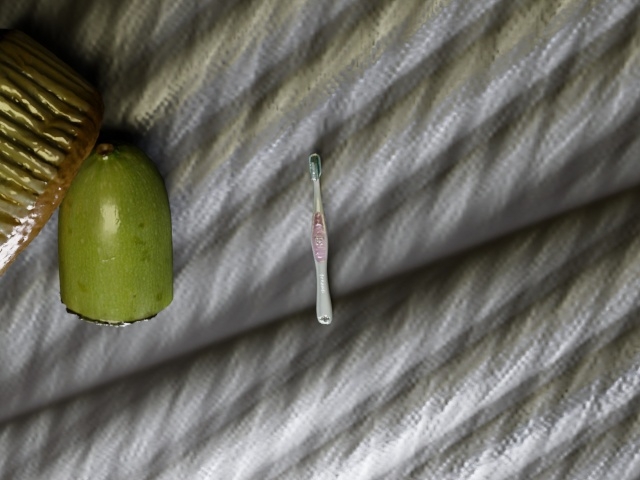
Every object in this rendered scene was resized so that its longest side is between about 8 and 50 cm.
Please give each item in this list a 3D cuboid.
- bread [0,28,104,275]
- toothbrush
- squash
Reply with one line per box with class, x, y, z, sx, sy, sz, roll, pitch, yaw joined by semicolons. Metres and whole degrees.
bread;-0.317;-0.064;1.778;0.142;0.227;0.253;30;114;-15
toothbrush;0.000;0.000;1.902;0.017;0.022;0.204;2;125;9
squash;-0.205;-0.016;1.860;0.123;0.123;0.187;3;120;5
